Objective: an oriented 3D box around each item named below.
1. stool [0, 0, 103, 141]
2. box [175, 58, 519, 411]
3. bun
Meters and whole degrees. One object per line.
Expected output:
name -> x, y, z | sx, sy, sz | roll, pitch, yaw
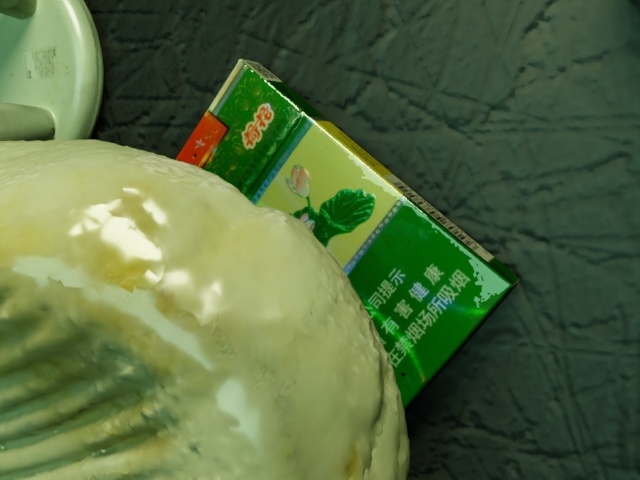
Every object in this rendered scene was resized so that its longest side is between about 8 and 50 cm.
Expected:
stool -> -0.284, -0.120, 0.540 | 0.195, 0.199, 0.195 | -5, 95, 21
box -> 0.000, 0.000, 0.526 | 0.235, 0.034, 0.132 | 42, 110, 13
bun -> -0.107, 0.103, 0.467 | 0.365, 0.219, 0.365 | 12, 119, 23
